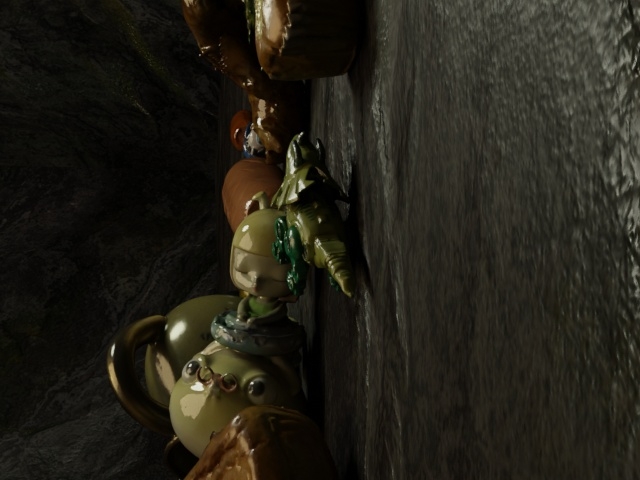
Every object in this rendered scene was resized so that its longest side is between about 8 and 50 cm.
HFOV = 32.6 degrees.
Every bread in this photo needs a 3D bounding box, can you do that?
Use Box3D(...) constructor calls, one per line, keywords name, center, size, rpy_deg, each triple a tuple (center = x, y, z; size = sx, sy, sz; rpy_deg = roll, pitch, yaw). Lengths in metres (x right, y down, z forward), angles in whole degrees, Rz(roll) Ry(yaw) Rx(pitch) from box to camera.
Box3D(name="bread", center=(-0.063, 0.395, 1.267), size=(0.337, 0.147, 0.328), rpy_deg=(-59, 38, 43))
Box3D(name="bread", center=(-0.018, -0.332, 1.288), size=(0.152, 0.119, 0.288), rpy_deg=(130, 141, -71))

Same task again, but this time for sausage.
Box3D(name="sausage", center=(-0.091, -0.054, 1.742), size=(0.304, 0.121, 0.121), rpy_deg=(-124, 36, -72))
Box3D(name="sausage", center=(-0.165, -0.242, 2.424), size=(0.197, 0.076, 0.076), rpy_deg=(-113, 25, -73))

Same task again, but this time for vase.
Box3D(name="vase", center=(-0.196, 0.238, 1.739), size=(0.241, 0.329, 0.302), rpy_deg=(-40, 40, 35))

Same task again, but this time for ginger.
Box3D(name="ginger", center=(-0.110, -0.264, 1.657), size=(0.309, 0.107, 0.133), rpy_deg=(58, -136, -20))

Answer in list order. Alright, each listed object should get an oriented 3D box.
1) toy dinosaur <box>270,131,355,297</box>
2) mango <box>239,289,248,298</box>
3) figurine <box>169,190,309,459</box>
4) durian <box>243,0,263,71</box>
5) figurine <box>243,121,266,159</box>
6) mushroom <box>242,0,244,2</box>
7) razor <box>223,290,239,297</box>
Box3D(name="toy dinosaur", center=(0.000, 0.000, 1.253), size=(0.259, 0.094, 0.153), rpy_deg=(-110, 17, -45))
Box3D(name="mango", center=(-0.110, 0.077, 2.018), size=(0.161, 0.076, 0.103), rpy_deg=(-87, -5, -66))
Box3D(name="figurine", center=(-0.080, 0.125, 1.563), size=(0.274, 0.226, 0.395), rpy_deg=(-13, -68, -69))
Box3D(name="durian", center=(-0.064, -0.415, 1.638), size=(0.132, 0.106, 0.375), rpy_deg=(102, 167, -57))
Box3D(name="figurine", center=(-0.090, -0.187, 1.942), size=(0.087, 0.086, 0.149), rpy_deg=(51, 155, -1))
Box3D(name="mushroom", center=(-0.108, -0.481, 1.957), size=(0.123, 0.094, 0.351), rpy_deg=(-83, 1, -61))
Box3D(name="razor", center=(-0.167, 0.207, 2.247), size=(0.349, 0.113, 0.205), rpy_deg=(169, 104, -82))
